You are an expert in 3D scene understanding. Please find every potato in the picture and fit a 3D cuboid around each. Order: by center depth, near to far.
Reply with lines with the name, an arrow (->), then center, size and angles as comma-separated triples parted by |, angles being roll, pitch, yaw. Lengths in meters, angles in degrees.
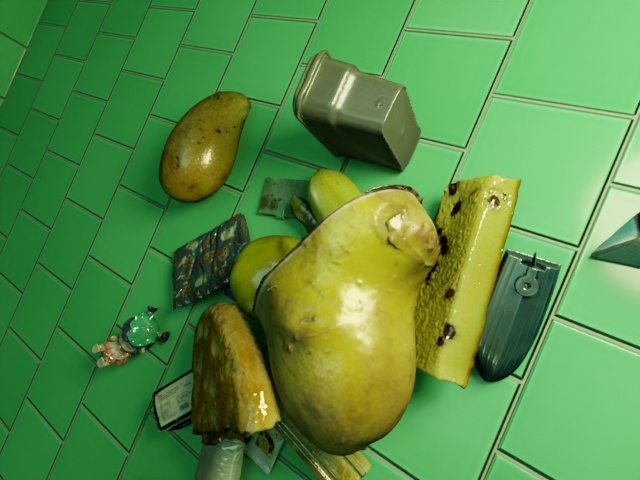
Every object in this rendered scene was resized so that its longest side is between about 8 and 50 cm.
potato -> 0.083, 0.154, 0.668 | 0.397, 0.290, 0.295 | -38, 57, 17

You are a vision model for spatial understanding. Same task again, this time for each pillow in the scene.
pillow -> -0.235, 0.526, 0.885 | 0.144, 0.078, 0.253 | 9, 83, 46
pillow -> -0.281, 0.054, 1.026 | 0.256, 0.034, 0.188 | -25, 55, 18

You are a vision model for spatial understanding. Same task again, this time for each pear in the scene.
pear -> -0.101, 0.078, 0.859 | 0.199, 0.198, 0.197 | -6, 75, 26

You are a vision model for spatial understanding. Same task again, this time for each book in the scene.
book -> -0.086, -0.102, 0.987 | 0.135, 0.017, 0.102 | 10, 82, 28

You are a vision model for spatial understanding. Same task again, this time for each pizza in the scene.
pizza -> -0.181, 0.267, 0.791 | 0.409, 0.114, 0.277 | 16, 101, 63

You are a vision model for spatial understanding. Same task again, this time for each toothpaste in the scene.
toothpaste -> -0.068, 0.346, 0.860 | 0.314, 0.056, 0.058 | -62, 20, 6

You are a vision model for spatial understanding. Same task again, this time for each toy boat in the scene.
toy boat -> 0.325, 0.133, 0.689 | 0.093, 0.103, 0.245 | 19, 99, 20

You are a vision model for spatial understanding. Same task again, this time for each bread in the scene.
bread -> 0.239, 0.060, 0.715 | 0.138, 0.077, 0.360 | 4, 77, 71

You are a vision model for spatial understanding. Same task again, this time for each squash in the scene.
squash -> 0.034, -0.080, 0.863 | 0.123, 0.123, 0.186 | -39, 65, 14

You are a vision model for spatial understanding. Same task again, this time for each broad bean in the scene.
broad bean -> 0.000, 0.000, 0.894 | 0.052, 0.053, 0.256 | -42, 66, 26

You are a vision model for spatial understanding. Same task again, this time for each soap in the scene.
soap -> -0.021, 0.380, 0.798 | 0.252, 0.037, 0.092 | 44, 102, 15

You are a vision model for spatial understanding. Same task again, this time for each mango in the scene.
mango -> -0.306, -0.254, 1.058 | 0.177, 0.176, 0.328 | 18, 85, -15

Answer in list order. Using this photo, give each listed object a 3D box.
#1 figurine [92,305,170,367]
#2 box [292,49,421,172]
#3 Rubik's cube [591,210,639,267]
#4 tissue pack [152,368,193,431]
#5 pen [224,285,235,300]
figurine -> -0.506, 0.258, 1.076 | 0.195, 0.102, 0.111 | -32, 78, 21
box -> 0.085, -0.241, 0.795 | 0.179, 0.274, 0.138 | 23, 91, 23
Rubik's cube -> 0.586, -0.039, 0.555 | 0.229, 0.228, 0.233 | -5, 117, -11
tissue pack -> -0.307, 0.370, 0.950 | 0.170, 0.090, 0.103 | -31, 66, 16
pen -> -0.121, 0.171, 0.934 | 0.269, 0.033, 0.033 | 24, 90, 30
